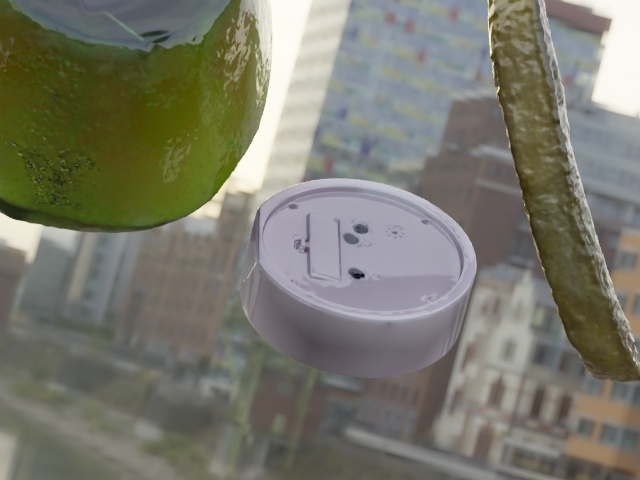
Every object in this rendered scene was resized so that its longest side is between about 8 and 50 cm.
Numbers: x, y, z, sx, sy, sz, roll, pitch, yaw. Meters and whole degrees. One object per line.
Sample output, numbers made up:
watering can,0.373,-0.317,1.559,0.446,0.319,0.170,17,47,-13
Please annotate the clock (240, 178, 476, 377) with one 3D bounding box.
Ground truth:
clock,0.032,0.030,1.535,0.197,0.068,0.197,7,36,-5

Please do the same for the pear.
pear,-0.209,-0.218,1.668,0.399,0.398,0.165,16,-30,-9

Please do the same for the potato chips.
potato chips,0.204,-0.054,1.559,0.057,0.407,0.080,-13,9,23
